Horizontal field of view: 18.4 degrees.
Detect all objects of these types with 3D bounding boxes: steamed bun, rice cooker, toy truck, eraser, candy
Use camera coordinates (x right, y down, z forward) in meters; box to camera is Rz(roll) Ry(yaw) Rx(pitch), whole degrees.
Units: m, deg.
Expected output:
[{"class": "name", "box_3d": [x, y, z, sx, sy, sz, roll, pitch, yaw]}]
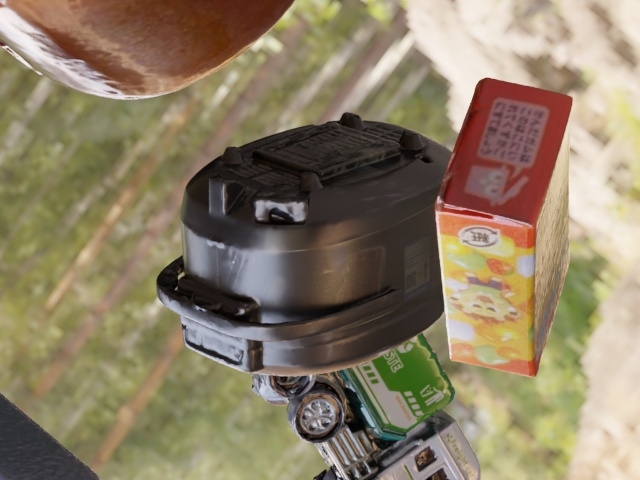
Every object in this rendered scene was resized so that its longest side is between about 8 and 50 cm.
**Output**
[{"class": "steamed bun", "box_3d": [-0.111, -0.298, 1.320, 0.235, 0.248, 0.379, 41, -133, -57]}, {"class": "rice cooker", "box_3d": [0.000, 0.000, 0.969, 0.112, 0.106, 0.165, 20, -155, 39]}, {"class": "toy truck", "box_3d": [0.019, 0.100, 1.410, 0.253, 0.124, 0.114, 58, 172, -21]}, {"class": "eraser", "box_3d": [-0.293, 0.170, 1.722, 0.225, 0.036, 0.082, 35, -148, 27]}, {"class": "candy", "box_3d": [0.072, -0.003, 0.763, 0.038, 0.062, 0.122, 12, 151, 14]}]
